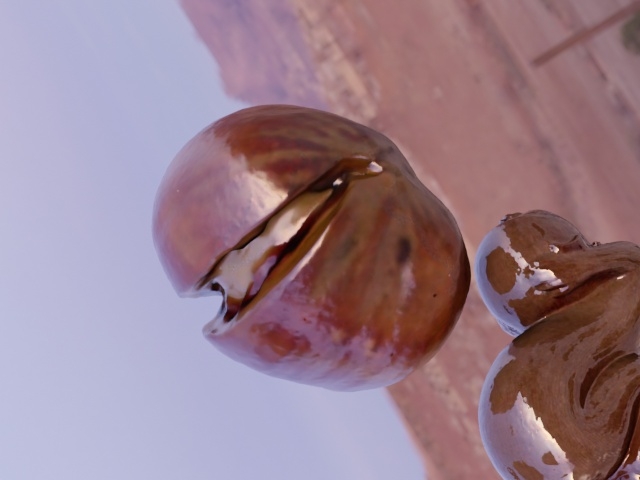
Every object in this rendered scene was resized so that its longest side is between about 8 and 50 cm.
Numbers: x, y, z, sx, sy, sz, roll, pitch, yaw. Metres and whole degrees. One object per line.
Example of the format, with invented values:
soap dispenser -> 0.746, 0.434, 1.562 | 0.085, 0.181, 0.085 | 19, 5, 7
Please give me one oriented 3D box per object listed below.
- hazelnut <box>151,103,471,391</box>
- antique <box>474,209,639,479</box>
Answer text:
hazelnut -> 0.000, 0.000, 1.194 | 0.251, 0.217, 0.217 | 41, -175, -9
antique -> 0.187, 0.090, 1.248 | 0.143, 0.121, 0.256 | 14, -117, -31
